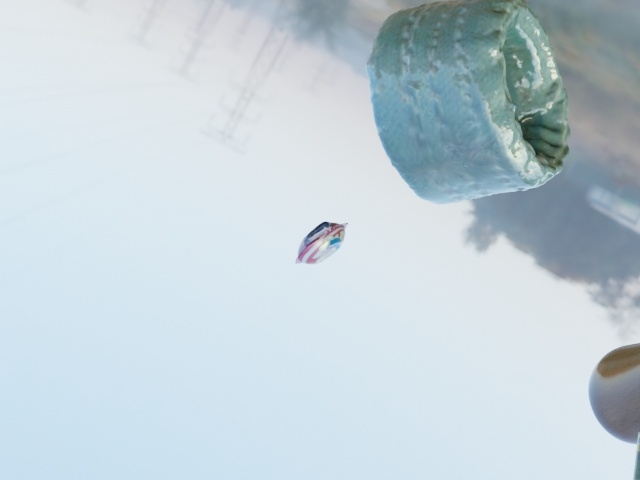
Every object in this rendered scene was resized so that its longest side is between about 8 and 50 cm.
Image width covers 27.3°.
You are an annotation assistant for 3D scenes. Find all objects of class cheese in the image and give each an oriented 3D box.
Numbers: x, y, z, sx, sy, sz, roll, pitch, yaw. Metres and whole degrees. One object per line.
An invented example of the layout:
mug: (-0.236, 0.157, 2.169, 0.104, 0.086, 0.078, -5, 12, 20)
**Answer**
cheese: (0.000, 0.000, 1.889, 0.038, 0.095, 0.145, 51, 177, 12)

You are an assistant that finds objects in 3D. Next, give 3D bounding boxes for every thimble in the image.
thimble: (0.155, -0.141, 1.315, 0.143, 0.198, 0.235, -8, 167, 27)

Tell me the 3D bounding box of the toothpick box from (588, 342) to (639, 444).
toothpick box: (0.532, 0.190, 1.913, 0.192, 0.192, 0.294, 26, 147, -16)

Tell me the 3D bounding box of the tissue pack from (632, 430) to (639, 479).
tissue pack: (0.536, 0.428, 1.805, 0.228, 0.310, 0.128, 4, 141, 19)
